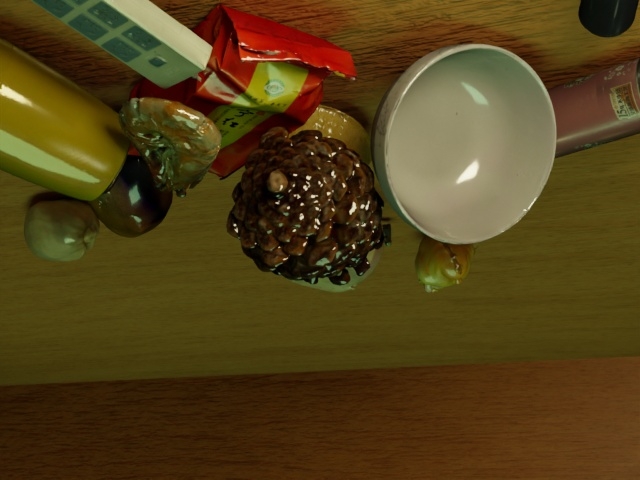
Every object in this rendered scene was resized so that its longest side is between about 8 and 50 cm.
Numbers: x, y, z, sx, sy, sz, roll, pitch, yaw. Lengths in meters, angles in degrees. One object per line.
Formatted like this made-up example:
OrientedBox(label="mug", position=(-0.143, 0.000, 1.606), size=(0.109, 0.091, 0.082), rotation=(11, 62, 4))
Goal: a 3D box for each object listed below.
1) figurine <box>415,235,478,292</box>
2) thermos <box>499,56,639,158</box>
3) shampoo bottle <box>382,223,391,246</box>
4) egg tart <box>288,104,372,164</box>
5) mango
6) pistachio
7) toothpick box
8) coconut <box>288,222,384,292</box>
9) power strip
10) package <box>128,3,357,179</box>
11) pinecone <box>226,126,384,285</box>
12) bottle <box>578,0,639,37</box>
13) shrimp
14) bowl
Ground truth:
OrientedBox(label="figurine", position=(0.273, 0.054, 2.258), size=(0.156, 0.131, 0.246), rotation=(-31, 164, -12))
OrientedBox(label="thermos", position=(0.377, -0.195, 1.581), size=(0.330, 0.136, 0.109), rotation=(-16, 127, 40))
OrientedBox(label="shampoo bottle", position=(0.048, -0.019, 2.151), size=(0.207, 0.064, 0.057), rotation=(2, 170, -2))
OrientedBox(label="egg tart", position=(-0.023, -0.124, 1.699), size=(0.215, 0.171, 0.215), rotation=(9, 148, 6))
OrientedBox(label="mango", position=(-0.342, -0.103, 1.764), size=(0.152, 0.201, 0.287), rotation=(-17, 173, -5))
OrientedBox(label="pistachio", position=(-0.543, -0.028, 2.114), size=(0.200, 0.117, 0.145), rotation=(-10, 121, 49))
OrientedBox(label="toothpick box", position=(-0.420, -0.172, 1.511), size=(0.271, 0.175, 0.175), rotation=(28, 150, -29))
OrientedBox(label="coconut", position=(0.000, 0.000, 2.012), size=(0.236, 0.197, 0.237), rotation=(1, 166, 0))
OrientedBox(label="power strip", position=(-0.289, -0.301, 1.270), size=(0.367, 0.043, 0.106), rotation=(32, 151, -32))
OrientedBox(label="package", position=(-0.136, -0.216, 1.508), size=(0.195, 0.123, 0.423), rotation=(11, 158, -30))
OrientedBox(label="pinecone", position=(-0.015, -0.046, 1.490), size=(0.224, 0.224, 0.272), rotation=(-7, 166, 24))
OrientedBox(label="bottle", position=(0.353, -0.336, 1.205), size=(0.072, 0.082, 0.244), rotation=(-43, 161, -7))
OrientedBox(label="shrimp", position=(-0.227, -0.133, 1.498), size=(0.154, 0.062, 0.294), rotation=(20, 154, -3))
OrientedBox(label="bowl", position=(0.192, -0.148, 1.501), size=(0.286, 0.287, 0.144), rotation=(11, -173, -25))
